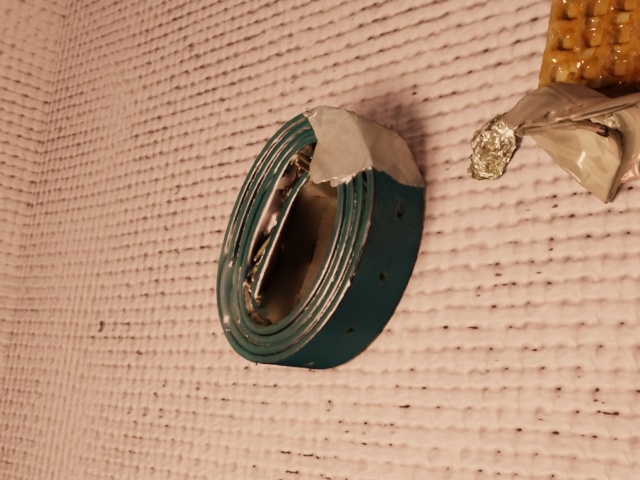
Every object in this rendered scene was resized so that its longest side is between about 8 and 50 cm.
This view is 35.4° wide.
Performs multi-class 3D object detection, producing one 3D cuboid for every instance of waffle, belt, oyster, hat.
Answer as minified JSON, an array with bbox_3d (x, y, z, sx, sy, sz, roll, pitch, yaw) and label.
[{"bbox_3d":[0.441,-0.282,1.301,0.308,0.091,0.213,4,82,50],"label":"waffle"},{"bbox_3d":[0.000,0.002,1.641,0.300,0.173,0.437,27,102,40],"label":"belt"},{"bbox_3d":[0.256,-0.141,1.500,0.098,0.037,0.100,-7,73,47],"label":"oyster"},{"bbox_3d":[0.364,-0.161,1.269,0.226,0.219,0.164,-35,47,25],"label":"hat"}]
